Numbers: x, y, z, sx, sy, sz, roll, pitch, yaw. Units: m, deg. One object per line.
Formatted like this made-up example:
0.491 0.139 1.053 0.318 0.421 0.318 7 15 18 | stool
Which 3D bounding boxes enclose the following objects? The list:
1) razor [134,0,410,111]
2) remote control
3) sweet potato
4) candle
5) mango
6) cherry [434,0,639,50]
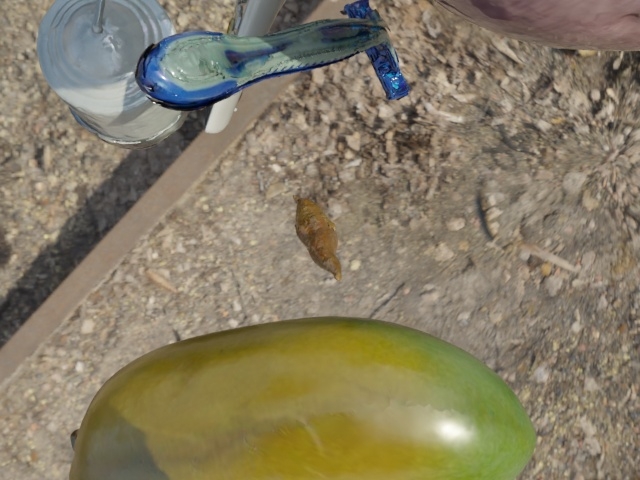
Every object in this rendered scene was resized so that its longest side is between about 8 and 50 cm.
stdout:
-0.006 -0.134 0.511 0.056 0.324 0.093 -26 92 32 | razor
-0.060 -0.268 0.809 0.055 0.109 0.313 16 121 -17 | remote control
0.003 0.003 1.229 0.068 0.068 0.226 -48 40 19 | sweet potato
-0.324 -0.278 1.170 0.221 0.342 0.222 0 86 -3 | candle
-0.020 0.112 0.385 0.250 0.114 0.156 -16 121 29 | mango
0.141 -0.191 0.301 0.239 0.206 0.240 0 80 0 | cherry
